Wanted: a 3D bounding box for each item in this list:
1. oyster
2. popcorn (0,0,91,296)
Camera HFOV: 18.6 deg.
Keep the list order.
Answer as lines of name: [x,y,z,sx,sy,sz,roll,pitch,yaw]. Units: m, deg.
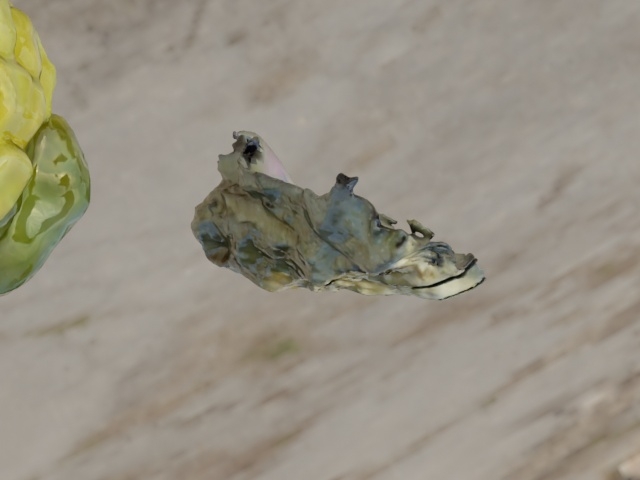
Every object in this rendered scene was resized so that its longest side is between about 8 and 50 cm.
oyster: [-0.003,-0.002,0.985,0.133,0.209,0.072,25,91,-47]
popcorn: [-0.217,-0.056,0.801,0.235,0.181,0.217,1,164,37]
